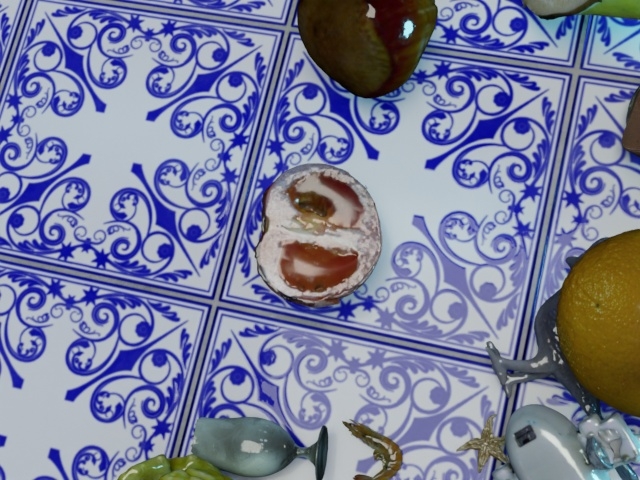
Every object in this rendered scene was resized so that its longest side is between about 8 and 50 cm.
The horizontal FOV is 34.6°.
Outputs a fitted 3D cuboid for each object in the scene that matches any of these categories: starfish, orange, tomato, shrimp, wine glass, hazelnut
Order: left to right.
[{"bbox_3d":[-0.094,0.319,1.577,0.202,0.093,0.093,5,76,11],"label":"wine glass"},{"bbox_3d":[0.000,0.000,1.634,0.199,0.112,0.228,10,79,5],"label":"tomato"},{"bbox_3d":[0.068,0.329,1.582,0.114,0.023,0.083,35,86,13],"label":"shrimp"},{"bbox_3d":[0.076,-0.353,1.674,0.229,0.229,0.229,-3,75,9],"label":"hazelnut"},{"bbox_3d":[0.251,0.308,1.558,0.086,0.016,0.092,8,82,10],"label":"starfish"},{"bbox_3d":[0.459,0.113,1.392,0.274,0.274,0.274,-3,75,9],"label":"orange"}]

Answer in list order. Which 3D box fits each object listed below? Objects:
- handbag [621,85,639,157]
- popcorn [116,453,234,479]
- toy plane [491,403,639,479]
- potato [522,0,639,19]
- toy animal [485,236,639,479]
[{"bbox_3d":[0.551,-0.206,1.578,0.072,0.151,0.193,26,82,-27],"label":"handbag"},{"bbox_3d":[-0.202,0.460,1.484,0.282,0.247,0.282,-6,74,22],"label":"popcorn"},{"bbox_3d":[0.359,0.348,1.453,0.267,0.122,0.267,5,102,24],"label":"toy plane"},{"bbox_3d":[0.497,-0.492,1.647,0.296,0.290,0.397,-2,32,-19],"label":"potato"},{"bbox_3d":[0.354,0.182,1.538,0.206,0.081,0.367,-5,79,10],"label":"toy animal"}]
